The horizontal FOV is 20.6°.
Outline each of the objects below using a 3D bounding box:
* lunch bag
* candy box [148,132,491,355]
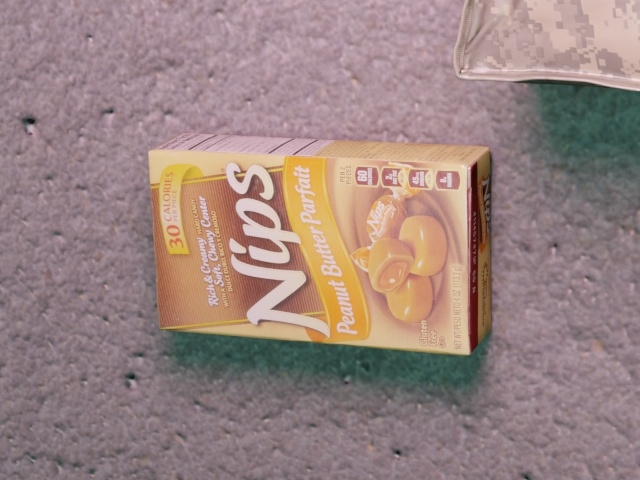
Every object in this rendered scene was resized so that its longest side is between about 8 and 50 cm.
[{"bbox_3d":[0.274,-0.209,1.431,0.287,0.235,0.169,7,107,18],"label":"lunch bag"},{"bbox_3d":[0.000,0.000,1.670,0.316,0.087,0.183,3,106,19],"label":"candy box"}]
